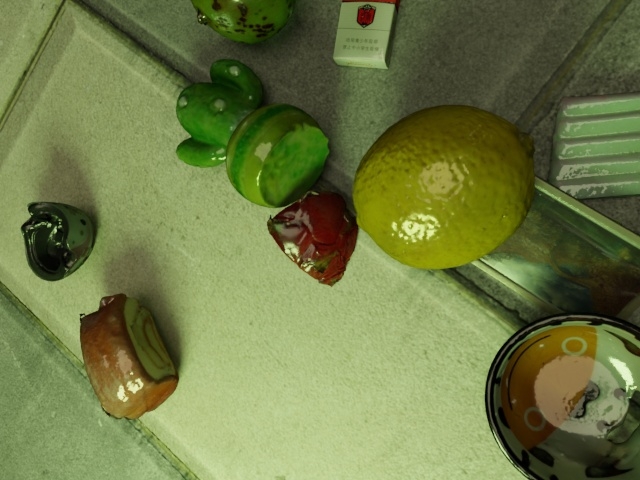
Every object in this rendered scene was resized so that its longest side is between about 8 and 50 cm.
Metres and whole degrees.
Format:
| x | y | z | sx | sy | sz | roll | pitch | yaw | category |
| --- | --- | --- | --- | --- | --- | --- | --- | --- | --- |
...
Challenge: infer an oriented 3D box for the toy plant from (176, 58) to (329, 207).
| x | y | z | sx | sy | sz | roll | pitch | yaw | category |
| --- | --- | --- | --- | --- | --- | --- | --- | --- | --- |
| -0.153 | -0.203 | 0.873 | 0.316 | 0.184 | 0.224 | 40 | 97 | 29 | toy plant |

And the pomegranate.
| x | y | z | sx | sy | sz | roll | pitch | yaw | category |
| --- | --- | --- | --- | --- | --- | --- | --- | --- | --- |
| -0.128 | -0.482 | 0.834 | 0.211 | 0.211 | 0.263 | 37 | 81 | 13 | pomegranate |

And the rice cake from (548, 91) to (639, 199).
| x | y | z | sx | sy | sz | roll | pitch | yaw | category |
| --- | --- | --- | --- | --- | --- | --- | --- | --- | --- |
| 0.474 | -0.150 | 0.732 | 0.198 | 0.037 | 0.189 | 5 | 93 | 17 | rice cake |

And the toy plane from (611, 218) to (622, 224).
| x | y | z | sx | sy | sz | roll | pitch | yaw | category |
| --- | --- | --- | --- | --- | --- | --- | --- | --- | --- |
| 0.427 | -0.004 | 0.747 | 0.111 | 0.040 | 0.102 | 39 | 111 | 11 | toy plane |

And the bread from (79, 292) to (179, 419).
| x | y | z | sx | sy | sz | roll | pitch | yaw | category |
| --- | --- | --- | --- | --- | --- | --- | --- | --- | --- |
| -0.388 | 0.223 | 0.926 | 0.123 | 0.190 | 0.244 | -33 | 78 | 1 | bread |

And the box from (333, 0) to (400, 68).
| x | y | z | sx | sy | sz | roll | pitch | yaw | category |
| --- | --- | --- | --- | --- | --- | --- | --- | --- | --- |
| 0.085 | -0.398 | 0.845 | 0.100 | 0.048 | 0.152 | 11 | 91 | 14 | box |

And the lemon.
| x | y | z | sx | sy | sz | roll | pitch | yaw | category |
| --- | --- | --- | --- | --- | --- | --- | --- | --- | --- |
| 0.183 | -0.079 | 0.714 | 0.268 | 0.267 | 0.267 | 0 | 91 | 17 | lemon |

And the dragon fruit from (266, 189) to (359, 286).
| x | y | z | sx | sy | sz | roll | pitch | yaw | category |
| --- | --- | --- | --- | --- | --- | --- | --- | --- | --- |
| 0.001 | -0.001 | 0.836 | 0.121 | 0.127 | 0.161 | -34 | 80 | 22 | dragon fruit |

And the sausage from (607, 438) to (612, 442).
| x | y | z | sx | sy | sz | roll | pitch | yaw | category |
| --- | --- | --- | --- | --- | --- | --- | --- | --- | --- |
| 0.474 | 0.489 | 0.730 | 0.053 | 0.053 | 0.347 | -7 | 88 | 17 | sausage |

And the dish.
| x | y | z | sx | sy | sz | roll | pitch | yaw | category |
| --- | --- | --- | --- | --- | --- | --- | --- | --- | --- |
| 0.400 | 0.244 | 0.711 | 0.303 | 0.120 | 0.302 | -1 | 86 | 18 | dish |

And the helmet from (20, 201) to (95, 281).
| x | y | z | sx | sy | sz | roll | pitch | yaw | category |
| --- | --- | --- | --- | --- | --- | --- | --- | --- | --- |
| -0.561 | -0.006 | 1.015 | 0.153 | 0.107 | 0.177 | 40 | 120 | 10 | helmet |

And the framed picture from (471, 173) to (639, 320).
| x | y | z | sx | sy | sz | roll | pitch | yaw | category |
| --- | --- | --- | --- | --- | --- | --- | --- | --- | --- |
| 0.391 | 0.031 | 0.741 | 0.250 | 0.016 | 0.184 | 36 | 119 | 14 | framed picture |
